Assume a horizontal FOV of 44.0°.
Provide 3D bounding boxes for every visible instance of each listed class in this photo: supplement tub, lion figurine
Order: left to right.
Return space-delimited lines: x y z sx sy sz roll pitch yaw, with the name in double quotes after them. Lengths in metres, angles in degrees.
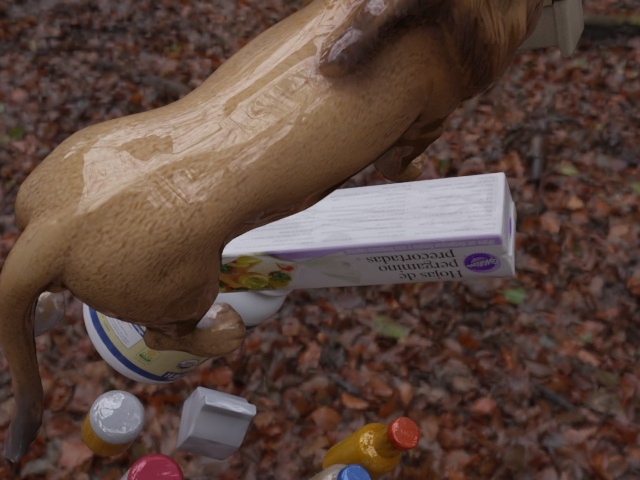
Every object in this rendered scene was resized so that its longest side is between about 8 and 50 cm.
-0.195 0.065 1.247 0.228 0.316 0.228 38 32 -29 "supplement tub"
-0.026 -0.053 0.381 0.142 0.240 0.392 39 72 5 "lion figurine"

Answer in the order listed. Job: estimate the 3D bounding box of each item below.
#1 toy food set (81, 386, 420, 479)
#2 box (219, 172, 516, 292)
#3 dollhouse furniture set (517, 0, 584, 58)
-0.049 0.159 0.565 0.232 0.104 0.111 19 52 -18 "toy food set"
0.000 0.000 0.679 0.324 0.063 0.067 -5 53 21 "box"
0.241 -0.311 0.815 0.262 0.135 0.259 2 46 35 "dollhouse furniture set"
